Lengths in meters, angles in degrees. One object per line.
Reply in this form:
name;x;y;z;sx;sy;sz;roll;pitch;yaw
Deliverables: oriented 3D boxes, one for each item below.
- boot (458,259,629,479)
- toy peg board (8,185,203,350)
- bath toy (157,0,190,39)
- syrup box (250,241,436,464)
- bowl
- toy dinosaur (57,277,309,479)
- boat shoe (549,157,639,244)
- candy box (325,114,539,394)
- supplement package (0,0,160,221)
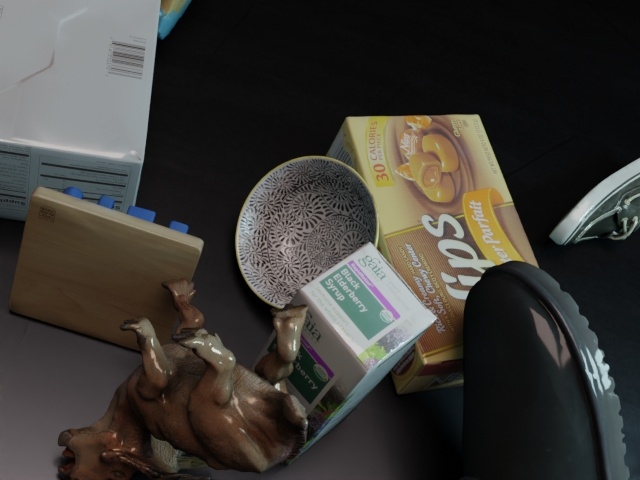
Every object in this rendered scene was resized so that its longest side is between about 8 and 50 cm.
boot;0.069;0.250;0.884;0.445;0.146;0.367;-18;89;-26
toy peg board;-0.206;0.014;0.982;0.161;0.161;0.079;18;40;-8
bath toy;-0.307;-0.378;1.205;0.348;0.151;0.129;31;87;2
syrup box;0.006;0.112;0.939;0.096;0.237;0.093;-33;75;-33
bowl;0.000;0.000;1.086;0.080;0.170;0.170;26;37;-60
toy dinosaur;-0.094;0.154;0.862;0.127;0.295;0.200;-22;112;-48
boat shoe;0.376;-0.041;1.264;0.219;0.078;0.070;-30;72;-34
candy box;0.137;0.006;1.143;0.182;0.087;0.317;-4;62;-22
supplement package;-0.284;-0.162;1.061;0.204;0.145;0.262;9;58;-14
